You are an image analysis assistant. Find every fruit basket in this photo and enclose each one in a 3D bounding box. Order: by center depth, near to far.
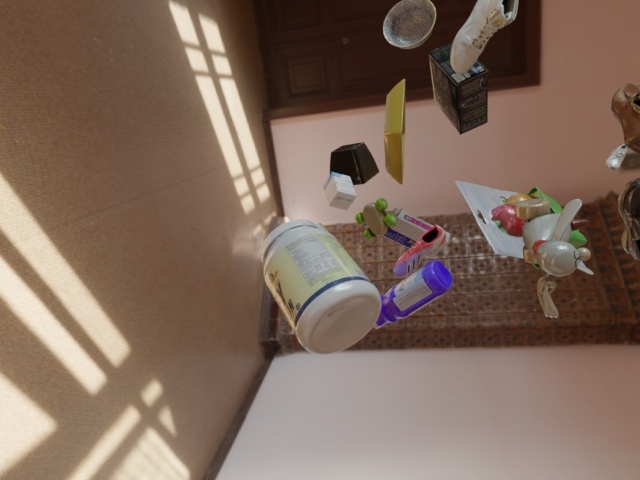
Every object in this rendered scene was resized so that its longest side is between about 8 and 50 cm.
[{"bbox_3d":[0.609,-0.045,1.364,0.327,0.353,0.165,-102,-157,-43],"label":"fruit basket"}]

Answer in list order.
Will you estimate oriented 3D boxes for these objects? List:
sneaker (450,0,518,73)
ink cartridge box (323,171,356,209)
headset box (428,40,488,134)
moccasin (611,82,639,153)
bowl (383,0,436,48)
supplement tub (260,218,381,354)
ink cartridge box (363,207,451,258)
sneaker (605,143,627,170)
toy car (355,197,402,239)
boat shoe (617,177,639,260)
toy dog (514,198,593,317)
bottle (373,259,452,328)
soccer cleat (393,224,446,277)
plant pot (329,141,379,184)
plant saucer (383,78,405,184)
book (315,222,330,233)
[{"bbox_3d":[0.564,-0.726,1.516,0.292,0.108,0.169,-67,-161,9],"label":"sneaker"},{"bbox_3d":[0.082,-0.201,1.853,0.090,0.092,0.143,-56,-146,39],"label":"ink cartridge box"},{"bbox_3d":[0.563,-0.611,1.792,0.283,0.131,0.246,60,7,-53],"label":"headset box"},{"bbox_3d":[1.108,-0.449,1.518,0.380,0.139,0.147,-57,180,-44],"label":"moccasin"},{"bbox_3d":[0.295,-0.683,1.423,0.080,0.170,0.170,22,63,-62],"label":"bowl"},{"bbox_3d":[-0.012,0.113,1.185,0.325,0.235,0.235,52,-16,43],"label":"supplement tub"},{"bbox_3d":[0.404,-0.046,2.071,0.175,0.371,0.069,121,-8,-59],"label":"ink cartridge box"},{"bbox_3d":[1.215,-0.344,1.804,0.152,0.054,0.061,-50,165,-32],"label":"sneaker"},{"bbox_3d":[0.276,-0.104,1.899,0.188,0.155,0.149,-20,79,-47],"label":"toy car"},{"bbox_3d":[1.128,-0.061,1.516,0.355,0.132,0.130,57,18,-33],"label":"boat shoe"},{"bbox_3d":[0.559,0.001,1.010,0.333,0.161,0.220,-76,148,-54],"label":"toy dog"},{"bbox_3d":[0.253,0.169,1.303,0.092,0.283,0.118,49,33,-1],"label":"bottle"},{"bbox_3d":[0.363,0.039,1.651,0.095,0.248,0.083,43,8,-50],"label":"soccer cleat"},{"bbox_3d":[0.147,-0.368,2.112,0.188,0.188,0.166,-42,122,-48],"label":"plant pot"},{"bbox_3d":[0.328,-0.470,1.936,0.332,0.081,0.332,71,24,-57],"label":"plant saucer"},{"bbox_3d":[0.000,0.000,2.143,0.096,0.035,0.144,47,-41,34],"label":"book"}]
